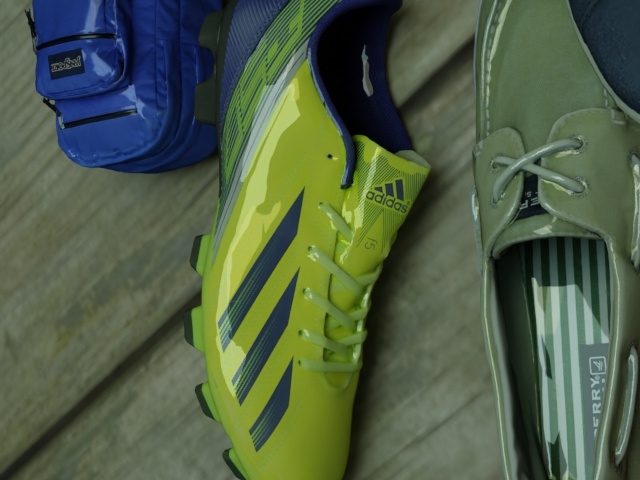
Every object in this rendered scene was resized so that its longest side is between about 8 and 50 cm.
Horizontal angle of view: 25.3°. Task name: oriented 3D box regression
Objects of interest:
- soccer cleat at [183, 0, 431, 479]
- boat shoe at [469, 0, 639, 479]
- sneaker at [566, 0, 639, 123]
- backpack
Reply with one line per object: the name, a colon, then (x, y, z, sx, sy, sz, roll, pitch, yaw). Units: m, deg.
soccer cleat: (-0.001, -0.001, 0.746, 0.121, 0.093, 0.289, -4, 85, 26)
boat shoe: (0.122, -0.010, 0.665, 0.109, 0.094, 0.302, -13, 80, 31)
sneaker: (0.123, -0.217, 0.567, 0.131, 0.148, 0.350, -9, 82, 33)
backpack: (-0.115, -0.099, 0.821, 0.098, 0.101, 0.120, -7, 86, 39)
